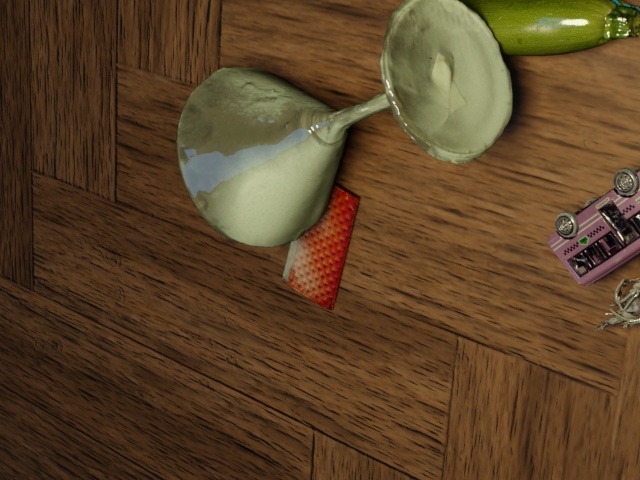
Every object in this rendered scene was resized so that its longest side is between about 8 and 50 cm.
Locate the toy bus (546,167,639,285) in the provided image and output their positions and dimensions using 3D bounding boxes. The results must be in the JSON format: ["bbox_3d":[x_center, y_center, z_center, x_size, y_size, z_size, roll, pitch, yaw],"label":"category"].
[{"bbox_3d":[0.361,-0.024,1.424,0.178,0.086,0.098,-43,75,44],"label":"toy bus"}]

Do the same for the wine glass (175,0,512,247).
[{"bbox_3d":[0.029,-0.157,1.536,0.406,0.267,0.267,-19,89,50],"label":"wine glass"}]

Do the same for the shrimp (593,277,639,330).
[{"bbox_3d":[0.387,0.068,1.446,0.165,0.056,0.065,-33,94,33],"label":"shrimp"}]

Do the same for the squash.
[{"bbox_3d":[0.248,-0.265,1.461,0.331,0.087,0.087,9,108,39],"label":"squash"}]

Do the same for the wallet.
[{"bbox_3d":[0.000,0.000,1.809,0.103,0.020,0.197,31,121,31],"label":"wallet"}]
